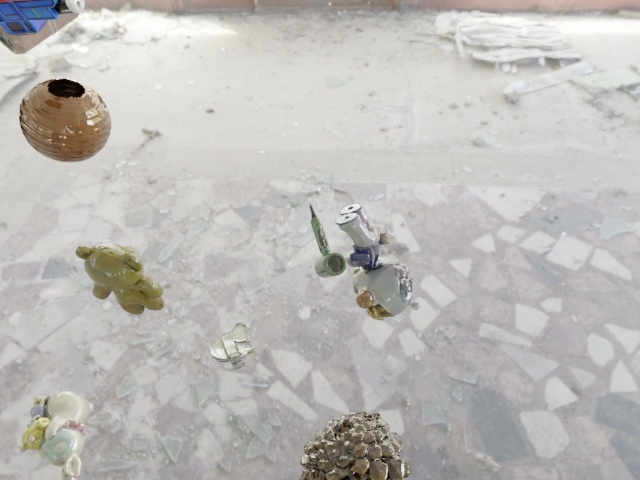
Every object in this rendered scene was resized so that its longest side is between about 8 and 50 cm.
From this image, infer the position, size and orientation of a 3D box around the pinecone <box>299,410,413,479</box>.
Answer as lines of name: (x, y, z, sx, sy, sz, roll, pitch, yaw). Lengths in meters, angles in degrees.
pinecone: (0.067, 0.389, 0.780, 0.184, 0.204, 0.179, -37, 15, -17)

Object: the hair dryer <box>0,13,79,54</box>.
hair dryer: (-0.719, -0.611, 1.059, 0.107, 0.344, 0.189, 26, 63, 31)

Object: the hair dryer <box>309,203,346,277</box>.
hair dryer: (0.000, 0.000, 0.930, 0.047, 0.071, 0.150, -19, 88, -21)

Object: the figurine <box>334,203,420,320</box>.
figurine: (0.122, 0.047, 1.062, 0.133, 0.274, 0.194, -15, 4, 21)

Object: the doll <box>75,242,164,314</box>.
doll: (-0.374, 0.073, 0.926, 0.137, 0.209, 0.097, 3, 54, 6)

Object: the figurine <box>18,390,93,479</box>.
figurine: (-0.690, 0.520, 1.249, 0.127, 0.155, 0.235, -48, 36, 17)

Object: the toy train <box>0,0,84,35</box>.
toy train: (-0.562, -0.480, 0.933, 0.204, 0.131, 0.082, 4, 63, 15)

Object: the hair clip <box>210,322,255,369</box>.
hair clip: (-0.241, 0.285, 1.289, 0.116, 0.049, 0.172, -16, 23, -17)

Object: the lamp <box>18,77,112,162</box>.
lamp: (-0.411, -0.193, 0.773, 0.136, 0.136, 0.136, -2, 46, 2)
